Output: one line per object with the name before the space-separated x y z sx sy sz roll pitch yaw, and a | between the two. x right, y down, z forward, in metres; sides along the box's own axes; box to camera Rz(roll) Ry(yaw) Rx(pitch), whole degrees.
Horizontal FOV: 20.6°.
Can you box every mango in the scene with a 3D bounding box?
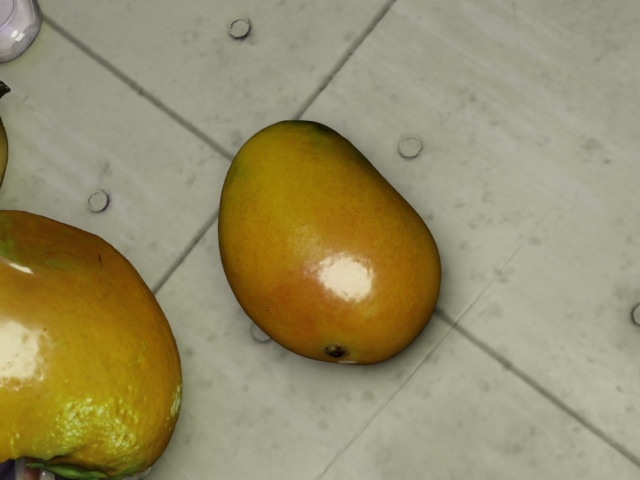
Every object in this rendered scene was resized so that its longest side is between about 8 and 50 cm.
mango | -0.004 0.006 1.591 0.175 0.139 0.254 -33 58 -15

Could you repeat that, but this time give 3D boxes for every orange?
orange | -0.267 0.089 1.539 0.196 0.334 0.263 -53 38 32

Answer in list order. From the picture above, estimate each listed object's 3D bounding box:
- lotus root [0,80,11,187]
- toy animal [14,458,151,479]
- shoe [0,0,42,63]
lotus root | -0.387 -0.052 1.693 0.146 0.160 0.284 29 82 -13
toy animal | -0.253 0.293 1.555 0.282 0.140 0.138 -51 37 -1
shoe | -0.391 -0.273 1.781 0.245 0.137 0.095 35 88 22
